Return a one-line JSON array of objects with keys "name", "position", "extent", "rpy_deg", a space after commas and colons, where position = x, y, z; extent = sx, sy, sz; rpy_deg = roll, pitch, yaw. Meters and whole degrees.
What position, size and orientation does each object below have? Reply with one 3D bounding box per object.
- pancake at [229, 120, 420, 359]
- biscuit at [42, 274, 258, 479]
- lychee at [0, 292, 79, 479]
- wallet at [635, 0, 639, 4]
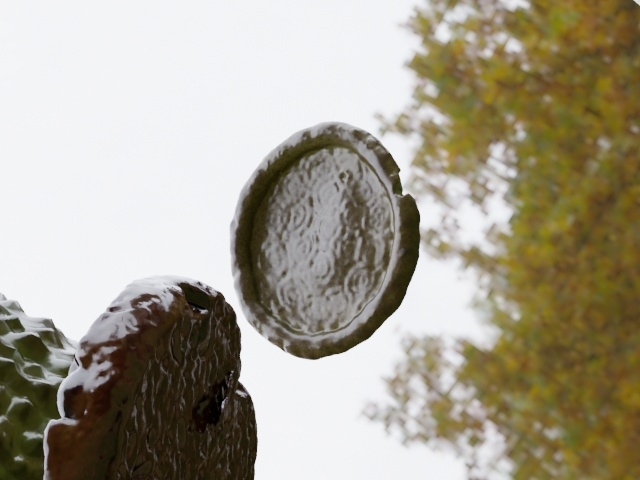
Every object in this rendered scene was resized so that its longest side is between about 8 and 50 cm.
[{"name": "pancake", "position": [0.001, 0.000, 1.517], "extent": [0.021, 0.199, 0.199], "rpy_deg": [9, -72, -54]}, {"name": "biscuit", "position": [-0.072, 0.106, 0.773], "extent": [0.192, 0.049, 0.192], "rpy_deg": [3, -90, -72]}, {"name": "lychee", "position": [-0.201, 0.160, 0.995], "extent": [0.320, 0.270, 0.270], "rpy_deg": [30, -86, -9]}, {"name": "wallet", "position": [0.244, -0.323, 1.602], "extent": [0.077, 0.223, 0.309], "rpy_deg": [-37, -41, 4]}]
